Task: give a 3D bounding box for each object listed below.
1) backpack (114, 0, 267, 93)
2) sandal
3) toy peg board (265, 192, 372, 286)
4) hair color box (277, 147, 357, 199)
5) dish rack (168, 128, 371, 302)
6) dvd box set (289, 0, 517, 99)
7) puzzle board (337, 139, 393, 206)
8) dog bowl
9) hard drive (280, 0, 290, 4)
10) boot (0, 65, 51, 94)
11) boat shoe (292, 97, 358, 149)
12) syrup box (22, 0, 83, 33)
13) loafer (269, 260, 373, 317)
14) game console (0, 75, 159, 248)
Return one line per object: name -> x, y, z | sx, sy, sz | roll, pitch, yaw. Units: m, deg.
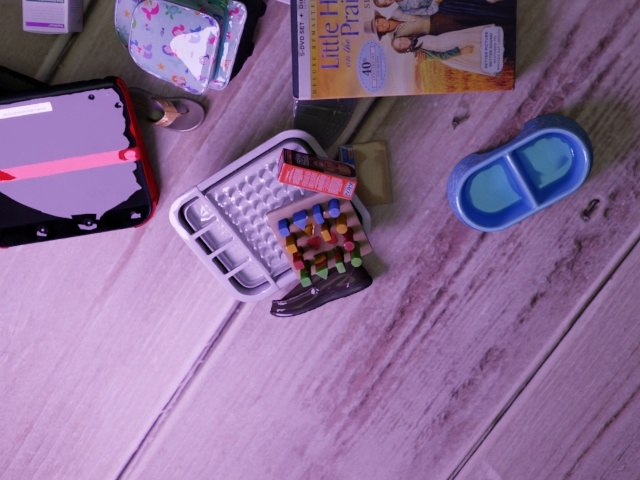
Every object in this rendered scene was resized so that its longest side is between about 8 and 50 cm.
backpack -> -0.259, -0.411, 1.851 | 0.253, 0.191, 0.225 | 28, 132, 6
sandal -> -0.318, -0.258, 1.970 | 0.180, 0.049, 0.072 | 16, 105, 3
toy peg board -> 0.000, 0.000, 1.901 | 0.161, 0.079, 0.161 | -22, 119, 9
hair color box -> -0.007, -0.123, 1.834 | 0.141, 0.072, 0.043 | 13, 118, -12
dish rack -> -0.097, -0.055, 1.948 | 0.332, 0.072, 0.286 | -30, 116, 15
dvd box set -> 0.153, -0.417, 1.803 | 0.420, 0.062, 0.308 | -4, 103, -13
puzzle board -> 0.089, -0.132, 1.975 | 0.096, 0.011, 0.128 | -6, 102, 9
dog bowl -> 0.386, -0.121, 1.911 | 0.297, 0.074, 0.166 | -29, 99, 13
hard drive -> -0.050, -0.599, 1.829 | 0.203, 0.040, 0.308 | 24, 106, 24
boot -> -0.645, -0.209, 1.975 | 0.347, 0.131, 0.260 | 23, 100, 9
boat shoe -> 0.018, -0.331, 1.899 | 0.118, 0.103, 0.321 | 8, 109, -6
syrup box -> -0.514, -0.519, 1.907 | 0.096, 0.093, 0.237 | 5, 104, 5
loafer -> -0.006, 0.093, 2.012 | 0.220, 0.080, 0.078 | -21, 91, 6
game console -> -0.530, -0.146, 1.933 | 0.386, 0.060, 0.342 | -9, 127, 1
